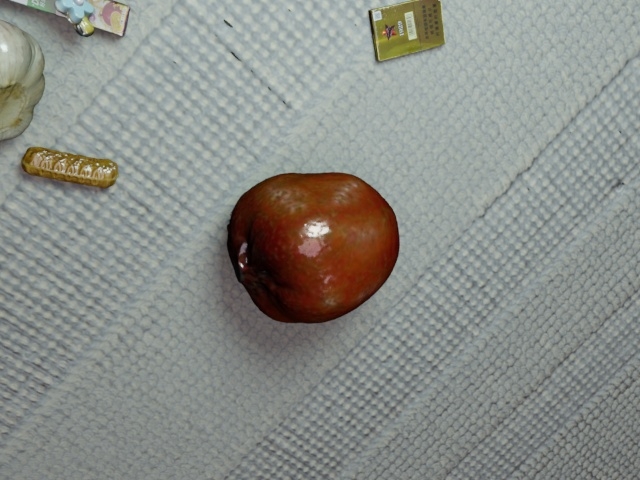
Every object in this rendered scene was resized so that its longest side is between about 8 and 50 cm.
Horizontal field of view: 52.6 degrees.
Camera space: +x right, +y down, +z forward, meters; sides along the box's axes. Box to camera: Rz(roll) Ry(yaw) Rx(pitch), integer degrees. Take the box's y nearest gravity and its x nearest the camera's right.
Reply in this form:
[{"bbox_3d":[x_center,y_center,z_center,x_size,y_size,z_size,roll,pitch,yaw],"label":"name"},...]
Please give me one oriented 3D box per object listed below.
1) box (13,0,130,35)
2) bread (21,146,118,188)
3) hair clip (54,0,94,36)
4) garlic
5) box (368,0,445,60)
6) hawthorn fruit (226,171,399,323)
[{"bbox_3d":[-0.407,-0.378,1.018,0.207,0.041,0.049,14,105,-19],"label":"box"},{"bbox_3d":[-0.426,-0.124,1.108,0.157,0.044,0.052,9,105,-18],"label":"bread"},{"bbox_3d":[-0.406,-0.406,0.963,0.214,0.056,0.062,51,50,-17],"label":"hair clip"},{"bbox_3d":[-0.544,-0.260,0.970,0.212,0.218,0.218,36,100,11],"label":"garlic"},{"bbox_3d":[0.158,-0.385,1.170,0.133,0.023,0.090,-17,112,-8],"label":"box"},{"bbox_3d":[-0.006,0.011,1.139,0.312,0.295,0.294,-4,111,-9],"label":"hawthorn fruit"}]
